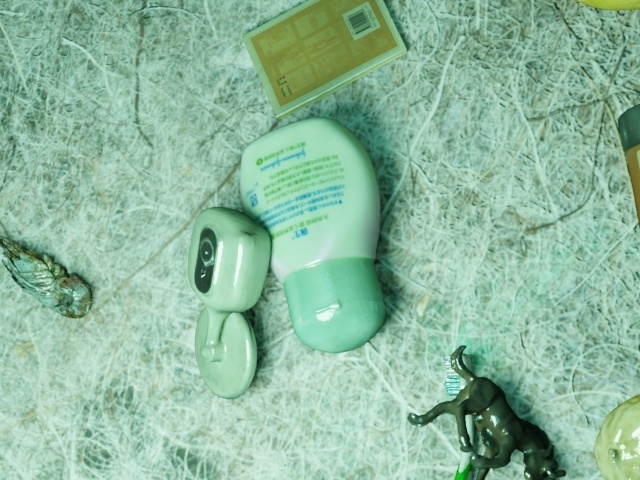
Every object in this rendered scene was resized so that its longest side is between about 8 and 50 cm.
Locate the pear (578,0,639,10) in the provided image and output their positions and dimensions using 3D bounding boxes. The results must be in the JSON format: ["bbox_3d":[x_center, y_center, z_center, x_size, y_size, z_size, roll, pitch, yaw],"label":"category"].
[{"bbox_3d":[0.454,-0.478,1.506,0.314,0.314,0.315,-4,77,16],"label":"pear"}]

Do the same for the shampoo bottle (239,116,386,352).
[{"bbox_3d":[0.000,0.000,1.612,0.221,0.151,0.350,-20,72,19],"label":"shampoo bottle"}]

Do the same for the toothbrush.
[{"bbox_3d":[0.206,0.372,1.526,0.040,0.042,0.418,-7,74,25],"label":"toothbrush"}]

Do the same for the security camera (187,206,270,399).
[{"bbox_3d":[-0.154,0.101,1.615,0.157,0.080,0.302,25,112,46],"label":"security camera"}]

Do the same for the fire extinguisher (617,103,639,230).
[{"bbox_3d":[0.537,-0.014,1.475,0.200,0.113,0.376,-8,76,14],"label":"fire extinguisher"}]

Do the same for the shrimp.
[{"bbox_3d":[-0.479,0.053,1.775,0.233,0.090,0.079,36,123,10],"label":"shrimp"}]

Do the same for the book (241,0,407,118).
[{"bbox_3d":[0.004,-0.326,1.753,0.241,0.018,0.170,-26,71,9],"label":"book"}]

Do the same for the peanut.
[{"bbox_3d":[0.474,0.256,1.429,0.224,0.129,0.129,-34,71,5],"label":"peanut"}]

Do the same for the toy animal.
[{"bbox_3d":[0.239,0.269,1.506,0.148,0.084,0.233,-31,75,-31],"label":"toy animal"}]
